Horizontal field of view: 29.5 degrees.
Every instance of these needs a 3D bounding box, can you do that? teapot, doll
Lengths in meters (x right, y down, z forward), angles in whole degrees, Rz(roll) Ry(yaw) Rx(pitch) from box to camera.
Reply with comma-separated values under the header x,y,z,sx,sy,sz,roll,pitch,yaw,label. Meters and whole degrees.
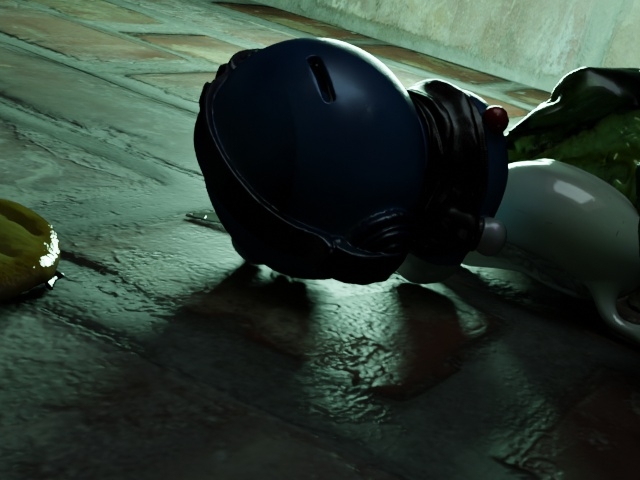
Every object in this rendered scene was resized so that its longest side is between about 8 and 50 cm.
x,y,z,sx,sy,sz,roll,pitch,yaw,label
0.266,0.005,1.324,0.298,0.139,0.204,23,-14,38,teapot
0.026,-0.076,1.196,0.310,0.240,0.284,-1,50,-28,doll

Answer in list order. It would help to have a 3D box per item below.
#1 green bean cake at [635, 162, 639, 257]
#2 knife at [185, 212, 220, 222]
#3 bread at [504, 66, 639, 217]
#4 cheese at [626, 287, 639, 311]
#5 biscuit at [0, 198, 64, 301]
x,y,z,sx,sy,sz,roll,pitch,yaw,label
0.461,0.019,1.181,0.307,0.300,0.169,-17,23,-18,green bean cake
0.001,-0.002,1.324,0.297,0.017,0.047,13,22,-6,knife
0.371,-0.104,1.616,0.208,0.251,0.376,53,24,7,bread
0.434,0.074,1.387,0.171,0.048,0.092,21,18,22,cheese
-0.308,0.003,0.991,0.203,0.041,0.260,9,15,-20,biscuit
